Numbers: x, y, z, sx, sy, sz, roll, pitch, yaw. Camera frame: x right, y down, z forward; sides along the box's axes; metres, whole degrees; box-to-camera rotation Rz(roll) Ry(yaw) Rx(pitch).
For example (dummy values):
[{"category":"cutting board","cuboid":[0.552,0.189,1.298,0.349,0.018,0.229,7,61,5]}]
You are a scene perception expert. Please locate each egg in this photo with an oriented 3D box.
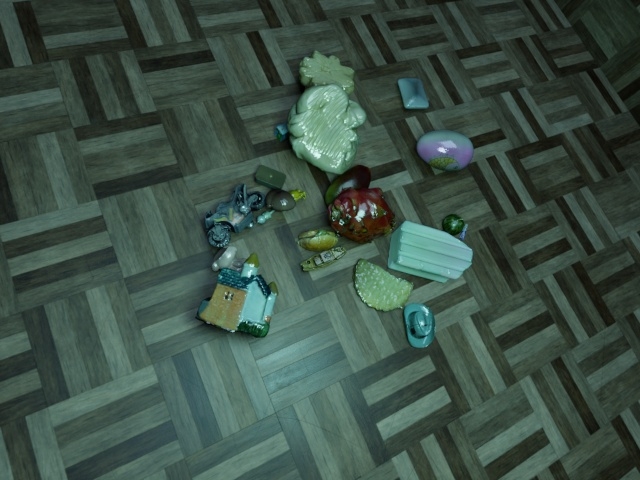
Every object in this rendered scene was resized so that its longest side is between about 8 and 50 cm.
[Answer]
[{"category":"egg","cuboid":[0.595,-0.434,2.037,0.271,0.196,0.196,17,66,6]}]

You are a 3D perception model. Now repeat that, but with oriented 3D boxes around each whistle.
[{"category":"whistle","cuboid":[-0.229,-0.100,1.770,0.035,0.035,0.100,45,52,4]}]

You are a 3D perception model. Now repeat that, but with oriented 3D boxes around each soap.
[{"category":"soap","cuboid":[0.484,0.058,1.866,0.347,0.115,0.208,15,68,-10]}]

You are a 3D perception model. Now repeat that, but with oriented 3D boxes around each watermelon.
[{"category":"watermelon","cuboid":[0.611,-0.075,1.955,0.109,0.109,0.109,5,69,-14]}]

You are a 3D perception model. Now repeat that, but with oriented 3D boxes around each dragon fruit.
[{"category":"dragon fruit","cuboid":[0.174,-0.107,1.770,0.315,0.250,0.250,5,69,-12]}]

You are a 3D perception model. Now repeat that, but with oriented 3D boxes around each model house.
[{"category":"model house","cuboid":[-0.269,0.185,1.526,0.253,0.184,0.291,20,92,1]}]

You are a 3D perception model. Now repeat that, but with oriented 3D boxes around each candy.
[{"category":"candy","cuboid":[0.476,-0.757,2.184,0.138,0.071,0.174,-6,72,-17]}]

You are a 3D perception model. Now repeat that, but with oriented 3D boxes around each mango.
[{"category":"mango","cuboid":[0.130,-0.236,1.880,0.267,0.111,0.133,-40,104,-18]}]

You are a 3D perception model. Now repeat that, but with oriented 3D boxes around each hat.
[{"category":"hat","cuboid":[0.417,0.346,1.763,0.138,0.078,0.190,3,70,-16]}]

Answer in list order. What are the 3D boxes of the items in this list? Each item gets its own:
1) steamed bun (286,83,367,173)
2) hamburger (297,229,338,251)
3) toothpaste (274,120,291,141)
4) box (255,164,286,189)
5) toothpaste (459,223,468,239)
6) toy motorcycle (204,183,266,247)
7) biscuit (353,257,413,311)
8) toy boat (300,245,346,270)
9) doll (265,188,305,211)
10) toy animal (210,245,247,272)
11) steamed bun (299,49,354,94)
[{"category":"steamed bun","cuboid":[0.022,-0.488,1.862,0.352,0.247,0.339,28,94,-14]},{"category":"hamburger","cuboid":[-0.003,-0.001,1.763,0.176,0.102,0.087,2,82,-15]},{"category":"toothpaste","cuboid":[-0.093,-0.546,1.955,0.267,0.065,0.050,-36,83,-24]},{"category":"box","cuboid":[-0.216,-0.268,1.829,0.126,0.031,0.091,20,52,-8]},{"category":"toothpaste","cuboid":[0.680,-0.040,2.012,0.024,0.015,0.083,26,71,3]},{"category":"toy motorcycle","cuboid":[-0.355,-0.104,1.690,0.173,0.108,0.307,27,60,22]},{"category":"biscuit","cuboid":[0.248,0.204,1.792,0.274,0.036,0.187,30,66,-4]},{"category":"toy boat","cuboid":[0.013,0.076,1.754,0.206,0.072,0.064,-22,77,-22]},{"category":"doll","cuboid":[-0.142,-0.167,1.778,0.188,0.096,0.145,-7,32,-22]},{"category":"toy animal","cuboid":[-0.316,0.119,1.638,0.124,0.124,0.212,-48,110,-24]},{"category":"steamed bun","cuboid":[0.025,-0.763,2.022,0.292,0.137,0.295,-24,66,-30]}]
